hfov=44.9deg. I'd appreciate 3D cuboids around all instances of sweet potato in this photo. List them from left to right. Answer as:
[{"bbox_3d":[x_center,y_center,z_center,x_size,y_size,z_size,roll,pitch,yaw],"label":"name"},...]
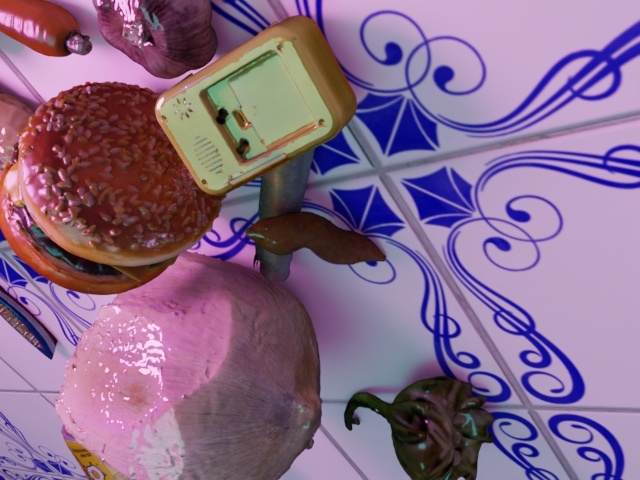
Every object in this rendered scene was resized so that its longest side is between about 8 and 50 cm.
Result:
[{"bbox_3d":[0.000,-0.003,1.063,0.218,0.065,0.051,10,-173,-26],"label":"sweet potato"}]

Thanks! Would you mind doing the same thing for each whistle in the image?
[{"bbox_3d":[-0.053,-0.055,1.077,0.068,0.057,0.326,22,142,6],"label":"whistle"}]

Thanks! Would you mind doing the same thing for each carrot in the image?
[{"bbox_3d":[-0.439,-0.319,1.039,0.336,0.069,0.069,27,144,15],"label":"carrot"}]

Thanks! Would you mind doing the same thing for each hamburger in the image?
[{"bbox_3d":[-0.276,-0.075,1.041,0.291,0.291,0.225,37,140,-9],"label":"hamburger"}]

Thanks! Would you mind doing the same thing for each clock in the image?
[{"bbox_3d":[-0.073,-0.153,0.891,0.202,0.096,0.143,-24,107,24],"label":"clock"}]

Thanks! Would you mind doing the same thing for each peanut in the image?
[{"bbox_3d":[-0.530,-0.184,1.199,0.290,0.130,0.130,28,143,-1],"label":"peanut"}]

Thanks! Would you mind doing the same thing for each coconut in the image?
[{"bbox_3d":[-0.164,0.228,1.219,0.404,0.404,0.404,19,142,15],"label":"coconut"}]

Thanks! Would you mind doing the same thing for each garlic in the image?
[{"bbox_3d":[-0.197,-0.260,0.900,0.147,0.102,0.159,0,134,36],"label":"garlic"}]

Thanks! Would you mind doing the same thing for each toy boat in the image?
[{"bbox_3d":[-0.696,0.190,1.813,0.080,0.046,0.229,-12,127,41],"label":"toy boat"}]

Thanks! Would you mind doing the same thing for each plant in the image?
[{"bbox_3d":[0.121,0.320,1.313,0.333,0.180,0.251,5,126,36],"label":"plant"}]

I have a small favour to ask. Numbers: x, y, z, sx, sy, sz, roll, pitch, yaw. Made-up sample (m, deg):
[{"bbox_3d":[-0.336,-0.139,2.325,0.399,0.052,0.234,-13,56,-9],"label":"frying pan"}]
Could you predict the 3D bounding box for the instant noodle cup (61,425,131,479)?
[{"bbox_3d":[-0.385,0.435,1.689,0.325,0.325,0.254,-11,117,42],"label":"instant noodle cup"}]
